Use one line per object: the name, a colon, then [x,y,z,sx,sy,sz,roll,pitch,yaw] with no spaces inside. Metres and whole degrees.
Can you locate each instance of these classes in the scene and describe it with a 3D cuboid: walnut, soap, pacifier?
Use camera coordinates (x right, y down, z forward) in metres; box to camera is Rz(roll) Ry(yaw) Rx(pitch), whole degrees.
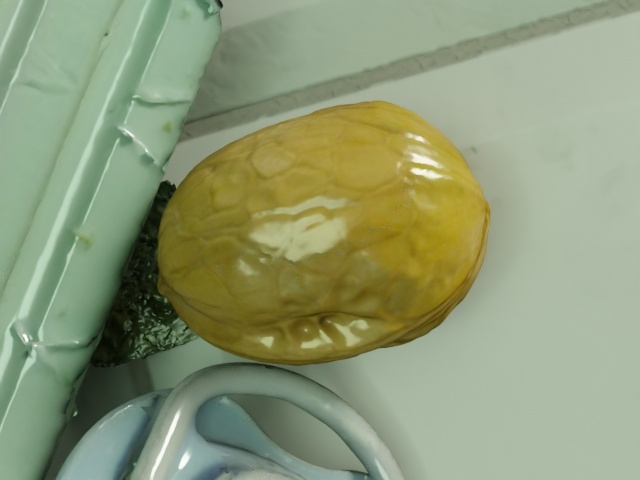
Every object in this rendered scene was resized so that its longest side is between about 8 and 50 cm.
walnut: [0.000,0.000,1.007,0.207,0.159,0.159,-14,88,6]
soap: [-0.236,-0.056,1.004,0.261,0.156,0.446,22,87,-23]
pacifier: [-0.060,0.205,1.043,0.279,0.227,0.207,32,147,-22]

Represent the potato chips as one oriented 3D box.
potato chips: [-0.142,0.018,1.119,0.209,0.026,0.142,10,93,15]
